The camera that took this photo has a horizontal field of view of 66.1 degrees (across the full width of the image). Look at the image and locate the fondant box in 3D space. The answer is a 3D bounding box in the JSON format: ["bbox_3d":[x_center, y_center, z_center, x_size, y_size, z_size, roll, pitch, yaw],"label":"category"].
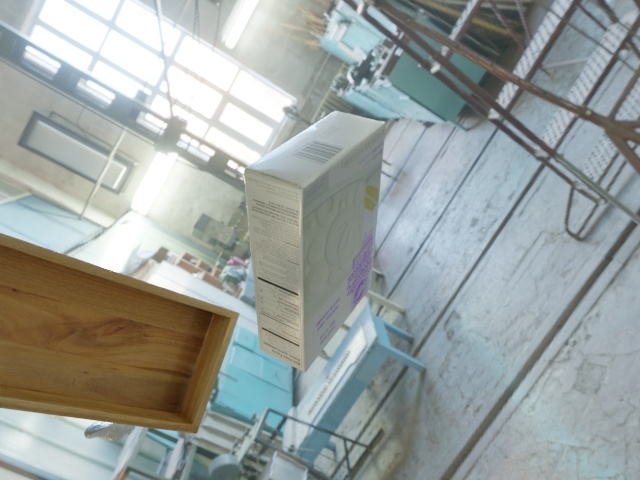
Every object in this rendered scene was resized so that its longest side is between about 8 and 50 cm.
[{"bbox_3d":[0.000,0.000,0.759,0.238,0.096,0.330,-44,-34,-44],"label":"fondant box"}]

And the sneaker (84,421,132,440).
[{"bbox_3d":[-0.540,0.494,1.273,0.152,0.053,0.061,10,-98,-64],"label":"sneaker"}]

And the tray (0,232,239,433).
[{"bbox_3d":[-0.330,0.139,0.700,0.076,0.410,0.203,6,73,49],"label":"tray"}]
